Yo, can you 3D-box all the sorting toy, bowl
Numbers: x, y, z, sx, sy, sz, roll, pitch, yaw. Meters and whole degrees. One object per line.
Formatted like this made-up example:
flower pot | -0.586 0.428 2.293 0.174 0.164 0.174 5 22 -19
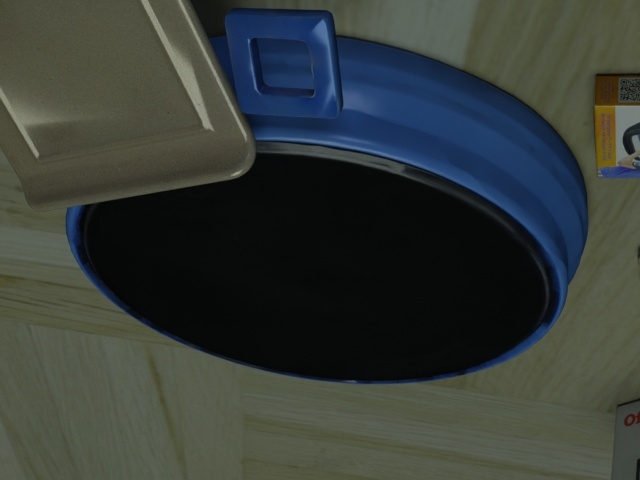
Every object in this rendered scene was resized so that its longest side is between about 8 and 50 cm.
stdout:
sorting toy | -0.146 -0.120 0.778 0.347 0.047 0.196 -8 120 27
bowl | 0.000 0.000 0.949 0.391 0.077 0.391 7 150 4

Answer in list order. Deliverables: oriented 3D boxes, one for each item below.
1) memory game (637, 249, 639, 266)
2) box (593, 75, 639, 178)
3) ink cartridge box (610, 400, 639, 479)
memory game | 0.330 0.022 0.955 0.186 0.012 0.186 7 150 4
box | 0.242 -0.071 0.807 0.136 0.028 0.081 2 149 15
ink cartridge box | 0.335 0.235 1.131 0.086 0.203 0.148 29 144 -27
